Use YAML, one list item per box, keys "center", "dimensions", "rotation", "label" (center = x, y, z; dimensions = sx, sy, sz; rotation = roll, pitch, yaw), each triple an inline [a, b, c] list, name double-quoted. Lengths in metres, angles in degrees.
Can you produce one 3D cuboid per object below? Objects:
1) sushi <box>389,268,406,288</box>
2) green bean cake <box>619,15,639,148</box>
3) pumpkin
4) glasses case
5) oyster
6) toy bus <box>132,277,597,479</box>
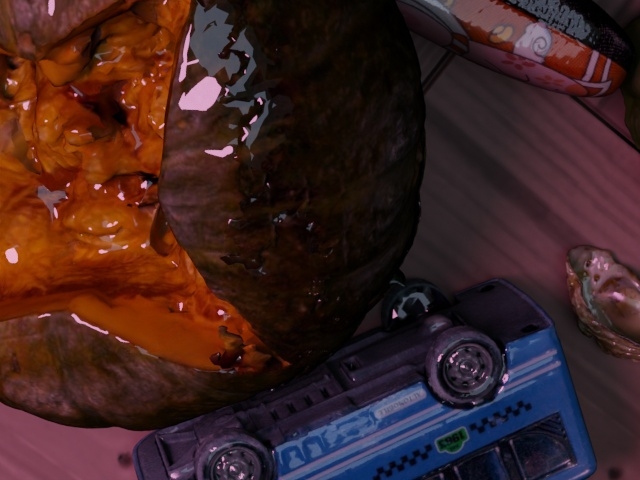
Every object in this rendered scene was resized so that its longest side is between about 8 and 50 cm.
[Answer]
- center: [0.000, 0.000, 1.041]
  dimensions: [0.085, 0.056, 0.083]
  rotation: [-18, 94, -4]
  label: "sushi"
- center: [0.305, -0.068, 1.040]
  dimensions: [0.248, 0.125, 0.222]
  rotation: [-25, 103, -4]
  label: "green bean cake"
- center: [-0.097, -0.052, 0.913]
  dimensions: [0.320, 0.192, 0.320]
  rotation: [8, 112, 21]
  label: "pumpkin"
- center: [0.052, -0.152, 0.997]
  dimensions: [0.267, 0.103, 0.067]
  rotation: [26, 92, -11]
  label: "glasses case"
- center: [0.183, 0.039, 1.096]
  dimensions: [0.081, 0.038, 0.083]
  rotation: [-20, 73, -30]
  label: "oyster"
- center: [0.025, 0.121, 1.034]
  dimensions: [0.246, 0.113, 0.134]
  rotation: [-25, 108, -6]
  label: "toy bus"
